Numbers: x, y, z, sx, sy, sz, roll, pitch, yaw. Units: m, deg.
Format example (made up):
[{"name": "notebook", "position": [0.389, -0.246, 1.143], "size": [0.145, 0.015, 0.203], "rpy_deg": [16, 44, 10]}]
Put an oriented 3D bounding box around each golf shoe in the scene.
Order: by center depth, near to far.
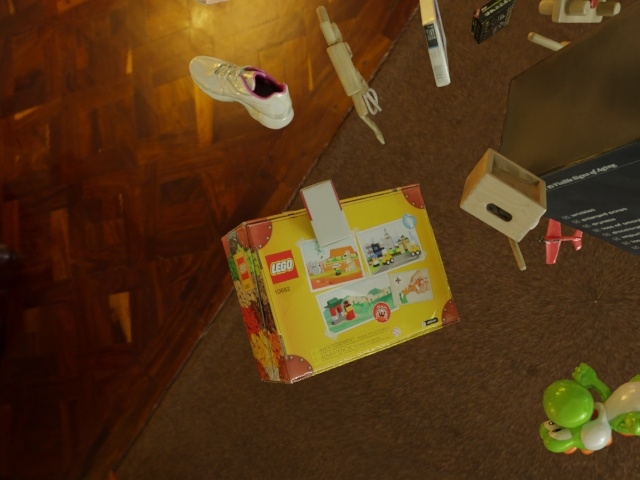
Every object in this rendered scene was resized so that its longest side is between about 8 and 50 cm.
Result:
[{"name": "golf shoe", "position": [-0.200, -0.406, 1.517], "size": [0.306, 0.140, 0.115], "rpy_deg": [28, 67, 6]}]

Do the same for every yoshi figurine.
[{"name": "yoshi figurine", "position": [0.671, 0.368, 1.375], "size": [0.362, 0.203, 0.203], "rpy_deg": [-24, 70, 9]}]

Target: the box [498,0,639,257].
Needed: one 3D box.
[{"name": "box", "position": [0.678, -0.191, 1.136], "size": [0.480, 0.471, 0.298], "rpy_deg": [-23, 52, 65]}]

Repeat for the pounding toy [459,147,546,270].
[{"name": "pounding toy", "position": [0.299, -0.052, 0.963], "size": [0.141, 0.130, 0.100], "rpy_deg": [32, 124, 0]}]

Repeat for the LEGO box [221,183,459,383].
[{"name": "LEGO box", "position": [0.056, 0.098, 1.497], "size": [0.193, 0.499, 0.373], "rpy_deg": [-24, 81, 63]}]

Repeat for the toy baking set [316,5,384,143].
[{"name": "toy baking set", "position": [0.064, -0.287, 1.050], "size": [0.030, 0.197, 0.256], "rpy_deg": [-22, 99, 18]}]

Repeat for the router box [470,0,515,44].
[{"name": "router box", "position": [0.415, -0.539, 1.450], "size": [0.092, 0.122, 0.038], "rpy_deg": [-32, 79, 5]}]

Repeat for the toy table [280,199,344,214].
[{"name": "toy table", "position": [0.000, 0.000, 1.823], "size": [0.274, 0.160, 0.252], "rpy_deg": [51, 136, 36]}]

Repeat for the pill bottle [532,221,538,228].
[{"name": "pill bottle", "position": [0.582, -0.073, 1.806], "size": [0.086, 0.152, 0.086], "rpy_deg": [0, 91, -16]}]

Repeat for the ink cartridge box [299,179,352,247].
[{"name": "ink cartridge box", "position": [0.012, -0.054, 1.291], "size": [0.072, 0.175, 0.128], "rpy_deg": [-21, 89, 1]}]

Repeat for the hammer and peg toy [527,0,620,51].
[{"name": "hammer and peg toy", "position": [0.675, -0.638, 1.542], "size": [0.127, 0.265, 0.362], "rpy_deg": [24, 120, 42]}]

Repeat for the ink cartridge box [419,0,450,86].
[{"name": "ink cartridge box", "position": [0.318, -0.574, 1.662], "size": [0.045, 0.206, 0.208], "rpy_deg": [-9, 49, 18]}]

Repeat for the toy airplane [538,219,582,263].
[{"name": "toy airplane", "position": [0.679, -0.003, 1.683], "size": [0.151, 0.028, 0.151], "rpy_deg": [-4, 105, -15]}]

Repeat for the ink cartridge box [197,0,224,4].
[{"name": "ink cartridge box", "position": [-0.117, -0.435, 0.842], "size": [0.045, 0.145, 0.179], "rpy_deg": [32, 130, 18]}]
